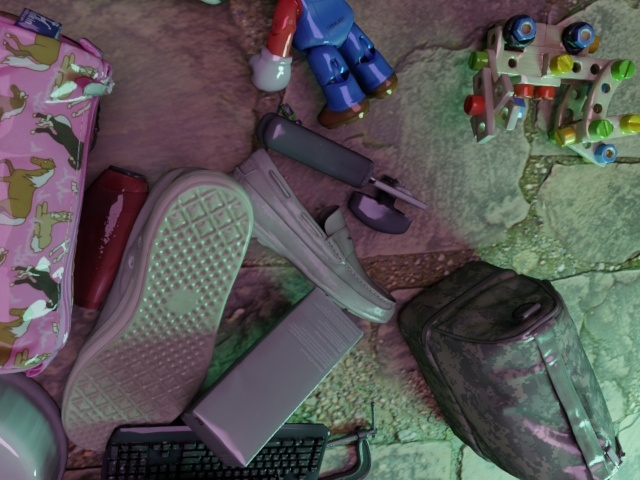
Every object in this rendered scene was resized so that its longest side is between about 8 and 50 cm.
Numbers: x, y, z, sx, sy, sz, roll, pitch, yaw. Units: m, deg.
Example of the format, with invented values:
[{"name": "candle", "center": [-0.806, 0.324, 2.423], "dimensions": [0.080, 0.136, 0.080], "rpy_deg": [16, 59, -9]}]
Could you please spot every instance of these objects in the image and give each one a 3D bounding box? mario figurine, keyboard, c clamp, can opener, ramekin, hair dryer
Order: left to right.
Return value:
[{"name": "ramekin", "center": [-0.470, 0.300, 0.734], "dimensions": [0.277, 0.135, 0.277], "rpy_deg": [-2, 99, -16]}, {"name": "hair dryer", "center": [-0.337, -0.049, 0.771], "dimensions": [0.224, 0.080, 0.293], "rpy_deg": [-22, 96, -1]}, {"name": "keyboard", "center": [-0.154, 0.347, 0.863], "dimensions": [0.317, 0.033, 0.201], "rpy_deg": [5, 118, -18]}, {"name": "mario figurine", "center": [-0.026, -0.322, 0.810], "dimensions": [0.170, 0.198, 0.320], "rpy_deg": [-18, 117, 28]}, {"name": "c clamp", "center": [0.023, 0.342, 0.954], "dimensions": [0.161, 0.022, 0.137], "rpy_deg": [-16, 109, -14]}, {"name": "can opener", "center": [0.031, -0.084, 0.851], "dimensions": [0.283, 0.076, 0.095], "rpy_deg": [21, 100, -26]}]

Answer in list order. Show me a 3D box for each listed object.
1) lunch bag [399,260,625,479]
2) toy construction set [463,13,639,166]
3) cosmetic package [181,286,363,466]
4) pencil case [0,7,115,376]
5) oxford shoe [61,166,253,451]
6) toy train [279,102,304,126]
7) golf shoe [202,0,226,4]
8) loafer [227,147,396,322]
[{"name": "lunch bag", "center": [0.298, 0.205, 0.893], "dimensions": [0.213, 0.256, 0.305], "rpy_deg": [-30, 106, -11]}, {"name": "toy construction set", "center": [0.345, -0.228, 0.912], "dimensions": [0.328, 0.151, 0.215], "rpy_deg": [-1, 99, -28]}, {"name": "cosmetic package", "center": [-0.066, 0.185, 0.803], "dimensions": [0.107, 0.127, 0.238], "rpy_deg": [44, 64, -1]}, {"name": "pencil case", "center": [-0.344, -0.049, 0.654], "dimensions": [0.160, 0.167, 0.386], "rpy_deg": [4, 99, -58]}, {"name": "oxford shoe", "center": [-0.217, 0.096, 0.784], "dimensions": [0.169, 0.130, 0.449], "rpy_deg": [17, 111, -28]}, {"name": "toy train", "center": [-0.031, -0.165, 0.861], "dimensions": [0.017, 0.024, 0.083], "rpy_deg": [-40, 106, -8]}, {"name": "golf shoe", "center": [-0.245, -0.357, 0.743], "dimensions": [0.273, 0.105, 0.120], "rpy_deg": [24, 111, -17]}, {"name": "loafer", "center": [0.000, 0.000, 0.849], "dimensions": [0.319, 0.112, 0.111], "rpy_deg": [40, 94, -18]}]
